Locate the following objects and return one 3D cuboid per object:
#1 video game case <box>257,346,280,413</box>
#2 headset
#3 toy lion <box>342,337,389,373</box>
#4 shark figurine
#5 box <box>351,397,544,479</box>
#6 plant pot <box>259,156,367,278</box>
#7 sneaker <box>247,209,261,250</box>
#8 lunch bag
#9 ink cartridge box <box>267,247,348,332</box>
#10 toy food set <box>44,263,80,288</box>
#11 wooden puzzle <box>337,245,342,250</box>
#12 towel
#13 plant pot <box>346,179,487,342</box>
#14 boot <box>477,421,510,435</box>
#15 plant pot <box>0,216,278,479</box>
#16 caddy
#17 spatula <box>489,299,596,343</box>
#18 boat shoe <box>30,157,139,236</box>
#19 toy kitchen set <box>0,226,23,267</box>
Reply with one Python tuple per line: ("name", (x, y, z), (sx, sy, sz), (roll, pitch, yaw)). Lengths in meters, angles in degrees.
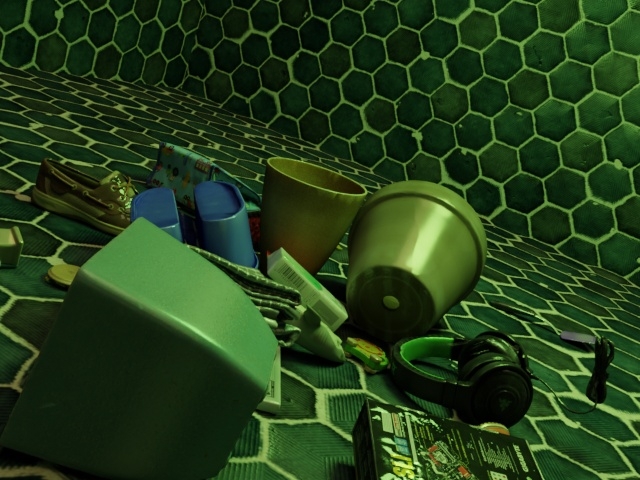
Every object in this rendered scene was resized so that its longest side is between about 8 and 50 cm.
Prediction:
("video game case", (-0.155, 0.202, 1.195), (0.183, 0.023, 0.201), (17, 17, -8))
("headset", (0.331, 0.231, 1.363), (0.394, 0.185, 0.243), (10, 15, 11))
("toy lion", (0.094, 0.219, 1.416), (0.100, 0.034, 0.096), (31, 12, 36))
("shark figurine", (-0.089, 0.142, 1.350), (0.278, 0.116, 0.166), (35, -12, 24))
("box", (0.178, 0.351, 0.927), (0.257, 0.079, 0.322), (15, 23, -9))
("plant pot", (-0.047, -0.033, 1.677), (0.237, 0.254, 0.237), (18, 16, -5))
("sneaker", (-0.147, -0.027, 1.883), (0.125, 0.104, 0.262), (10, 2, 41))
("lunch bag", (-0.303, -0.159, 2.074), (0.221, 0.138, 0.293), (26, 8, 32))
("ink cartridge box", (-0.031, 0.085, 1.512), (0.181, 0.056, 0.225), (43, 7, -11))
("toy food set", (-0.449, 0.066, 1.312), (0.082, 0.020, 0.083), (21, 16, 9))
("wooden puzzle", (0.000, 0.000, 2.061), (0.116, 0.014, 0.078), (11, 17, -24))
("towel", (-0.186, 0.077, 1.196), (0.283, 0.121, 0.235), (20, -8, -26))
("plant pot", (0.184, 0.070, 1.598), (0.323, 0.323, 0.280), (22, 34, 10))
("boot", (0.257, 0.340, 1.158), (0.158, 0.059, 0.084), (-3, 29, -34))
("plant pot", (-0.197, 0.156, 0.927), (0.252, 0.247, 0.248), (27, 15, -5))
("caddy", (-0.255, 0.007, 1.461), (0.241, 0.179, 0.341), (-8, 22, -11))
("spatula", (0.604, 0.221, 1.991), (0.296, 0.030, 0.084), (24, 16, 18))
("boat shoe", (-0.471, -0.096, 1.635), (0.342, 0.123, 0.123), (19, 16, 1))
("toy kitchen set", (-0.645, -0.027, 1.291), (0.166, 0.122, 0.207), (3, 43, -45))
